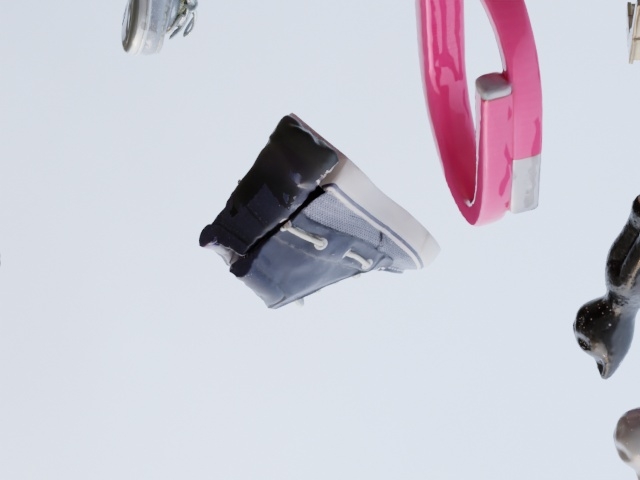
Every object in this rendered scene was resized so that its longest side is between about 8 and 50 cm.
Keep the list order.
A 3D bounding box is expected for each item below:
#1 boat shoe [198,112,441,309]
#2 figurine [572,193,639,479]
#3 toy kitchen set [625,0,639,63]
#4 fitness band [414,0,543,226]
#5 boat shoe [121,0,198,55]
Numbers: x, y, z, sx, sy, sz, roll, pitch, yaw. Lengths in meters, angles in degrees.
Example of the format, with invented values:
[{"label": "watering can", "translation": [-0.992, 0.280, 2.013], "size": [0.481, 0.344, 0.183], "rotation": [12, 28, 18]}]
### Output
[{"label": "boat shoe", "translation": [0.000, 0.000, 1.307], "size": [0.158, 0.340, 0.127], "rotation": [-50, -120, 2]}, {"label": "figurine", "translation": [0.308, 0.097, 1.195], "size": [0.209, 0.092, 0.214], "rotation": [114, -25, -44]}, {"label": "toy kitchen set", "translation": [0.345, -0.228, 1.304], "size": [0.075, 0.068, 0.083], "rotation": [86, 10, -46]}, {"label": "fitness band", "translation": [0.131, -0.141, 1.139], "size": [0.054, 0.290, 0.209], "rotation": [-15, -130, -7]}, {"label": "boat shoe", "translation": [-0.171, -0.336, 1.604], "size": [0.320, 0.103, 0.118], "rotation": [-80, -171, -48]}]
